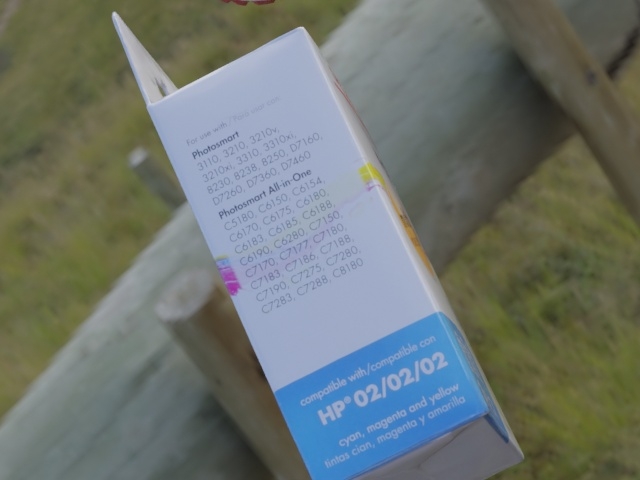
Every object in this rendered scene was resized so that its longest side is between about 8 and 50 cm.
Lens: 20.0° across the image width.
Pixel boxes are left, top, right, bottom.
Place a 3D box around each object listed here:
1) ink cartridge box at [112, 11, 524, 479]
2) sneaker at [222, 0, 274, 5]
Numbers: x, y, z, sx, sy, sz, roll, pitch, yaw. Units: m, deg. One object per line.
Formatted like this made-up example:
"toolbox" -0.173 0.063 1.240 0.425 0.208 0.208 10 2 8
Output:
"ink cartridge box" 0.000 0.000 0.623 0.061 0.104 0.181 -27 71 4
"sneaker" 0.009 -0.212 0.969 0.225 0.088 0.093 -40 -9 -18
